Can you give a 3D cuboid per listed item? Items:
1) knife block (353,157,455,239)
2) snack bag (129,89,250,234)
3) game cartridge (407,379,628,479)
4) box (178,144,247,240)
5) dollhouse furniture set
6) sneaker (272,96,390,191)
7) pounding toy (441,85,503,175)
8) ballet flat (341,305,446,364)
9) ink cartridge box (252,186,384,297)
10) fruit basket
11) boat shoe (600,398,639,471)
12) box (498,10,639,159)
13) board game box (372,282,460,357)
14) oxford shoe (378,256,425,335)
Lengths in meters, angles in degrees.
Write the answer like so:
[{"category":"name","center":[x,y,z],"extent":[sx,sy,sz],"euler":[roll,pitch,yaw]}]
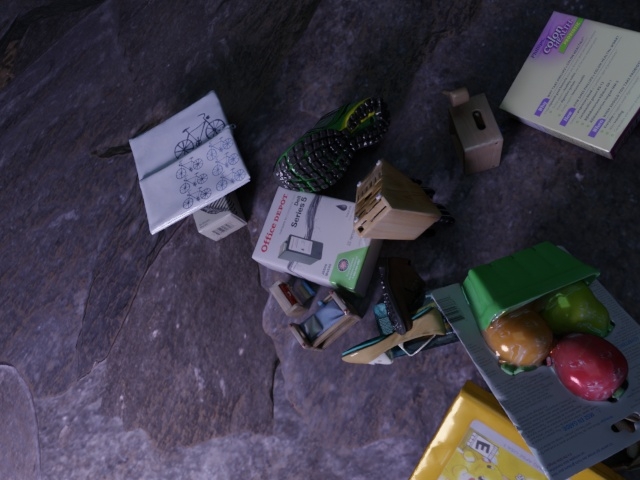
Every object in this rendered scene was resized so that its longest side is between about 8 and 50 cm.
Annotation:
[{"category":"knife block","center":[0.192,-0.051,0.895],"extent":[0.242,0.275,0.088],"euler":[34,120,-14]},{"category":"snack bag","center":[-0.371,-0.229,1.165],"extent":[0.323,0.037,0.342],"euler":[-27,67,12]},{"category":"game cartridge","center":[0.339,0.448,0.739],"extent":[0.324,0.053,0.285],"euler":[30,113,26]},{"category":"box","center":[-0.309,-0.146,1.190],"extent":[0.113,0.094,0.275],"euler":[-29,67,9]},{"category":"dollhouse furniture set","center":[-0.021,0.141,0.982],"extent":[0.129,0.129,0.183],"euler":[-40,65,3]},{"category":"sneaker","center":[0.018,-0.235,1.064],"extent":[0.344,0.134,0.146],"euler":[-38,28,-22]},{"category":"pounding toy","center":[0.341,-0.277,0.949],"extent":[0.094,0.206,0.180],"euler":[-17,68,13]},{"category":"ballet flat","center":[0.157,0.220,0.898],"extent":[0.232,0.080,0.073],"euler":[-30,78,9]},{"category":"ink cartridge box","center":[0.000,0.000,1.027],"extent":[0.273,0.115,0.198],"euler":[15,78,23]},{"category":"fruit basket","center":[0.422,0.188,0.763],"extent":[0.327,0.165,0.352],"euler":[-18,61,-14]},{"category":"boat shoe","center":[0.537,0.338,0.737],"extent":[0.325,0.116,0.123],"euler":[-27,67,9]},{"category":"box","center":[0.551,-0.321,0.887],"extent":[0.243,0.117,0.213],"euler":[37,112,30]},{"category":"board game box","center":[0.221,0.179,0.945],"extent":[0.186,0.026,0.126],"euler":[-18,68,13]},{"category":"oxford shoe","center":[0.179,0.105,0.906],"extent":[0.096,0.082,0.227],"euler":[-7,36,8]}]
